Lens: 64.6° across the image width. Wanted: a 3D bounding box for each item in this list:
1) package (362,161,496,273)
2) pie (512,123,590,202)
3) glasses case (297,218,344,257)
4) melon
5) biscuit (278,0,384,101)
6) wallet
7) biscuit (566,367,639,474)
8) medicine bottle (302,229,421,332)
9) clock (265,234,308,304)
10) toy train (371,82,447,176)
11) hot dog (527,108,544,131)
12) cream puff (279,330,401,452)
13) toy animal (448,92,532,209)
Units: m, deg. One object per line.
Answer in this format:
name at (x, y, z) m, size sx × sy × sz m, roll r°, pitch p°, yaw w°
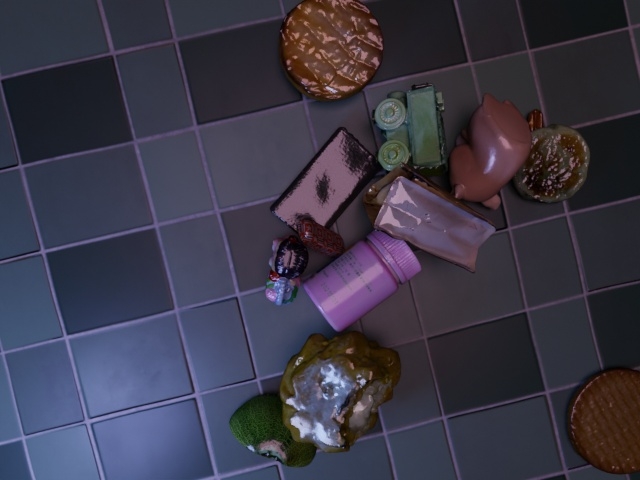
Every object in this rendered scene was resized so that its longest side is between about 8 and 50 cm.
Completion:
package at (0.293, -0.075, 1.336) m, size 0.311 × 0.221 × 0.165 m, roll 25°, pitch 111°, yaw -14°
pie at (0.663, -0.216, 1.459) m, size 0.241 × 0.054 × 0.240 m, roll -1°, pitch 103°, yaw -5°
glasses case at (0.000, 0.000, 1.389) m, size 0.049 × 0.194 × 0.073 m, roll -19°, pitch 63°, yaw 29°
melon at (-0.112, 0.514, 1.386) m, size 0.265 × 0.169 × 0.129 m, roll 23°, pitch 89°, yaw -4°
biscuit at (0.028, -0.536, 1.420) m, size 0.297 × 0.102 × 0.296 m, roll 0°, pitch 92°, yaw 1°
wallet at (0.018, -0.154, 1.451) m, size 0.170 × 0.044 × 0.321 m, roll 41°, pitch 87°, yaw -5°
biscuit at (0.886, 0.534, 1.502) m, size 0.318 × 0.040 × 0.317 m, roll 0°, pitch 89°, yaw -3°
medicine bottle at (0.113, 0.101, 1.390) m, size 0.291 × 0.178 × 0.178 m, roll -38°, pitch 92°, yaw -2°
clock at (-0.092, 0.079, 1.372) m, size 0.100 × 0.195 × 0.193 m, roll 11°, pitch 89°, yaw -5°
toy train at (0.249, -0.284, 1.384) m, size 0.188 × 0.159 × 0.271 m, roll -7°, pitch 83°, yaw 17°
hot dog at (0.631, -0.325, 1.485) m, size 0.049 × 0.037 × 0.122 m, roll 1°, pitch 92°, yaw 11°
cream puff at (0.044, 0.389, 1.364) m, size 0.274 × 0.270 × 0.323 m, roll 29°, pitch 91°, yaw 20°
toy animal at (0.448, -0.238, 1.395) m, size 0.195 × 0.256 × 0.212 m, roll 3°, pitch 48°, yaw -28°
